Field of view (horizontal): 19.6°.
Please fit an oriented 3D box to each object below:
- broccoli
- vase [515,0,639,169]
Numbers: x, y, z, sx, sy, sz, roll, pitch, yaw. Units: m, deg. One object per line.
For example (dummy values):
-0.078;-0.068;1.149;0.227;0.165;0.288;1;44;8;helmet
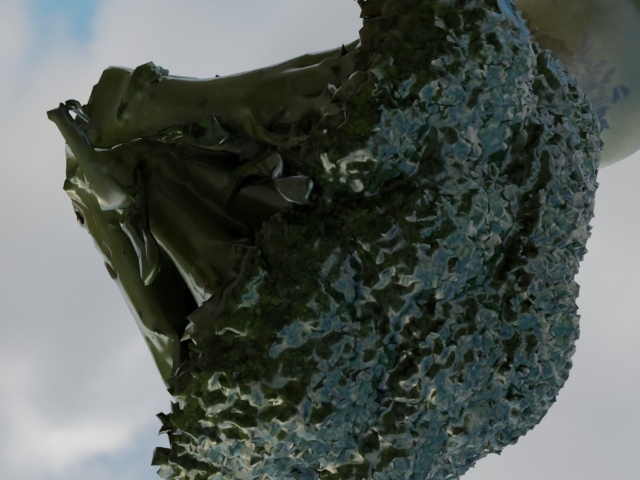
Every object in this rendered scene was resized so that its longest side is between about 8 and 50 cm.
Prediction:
0.000;0.000;0.936;0.283;0.304;0.321;26;-115;19;broccoli
0.216;-0.209;1.501;0.329;0.302;0.241;4;-127;29;vase
